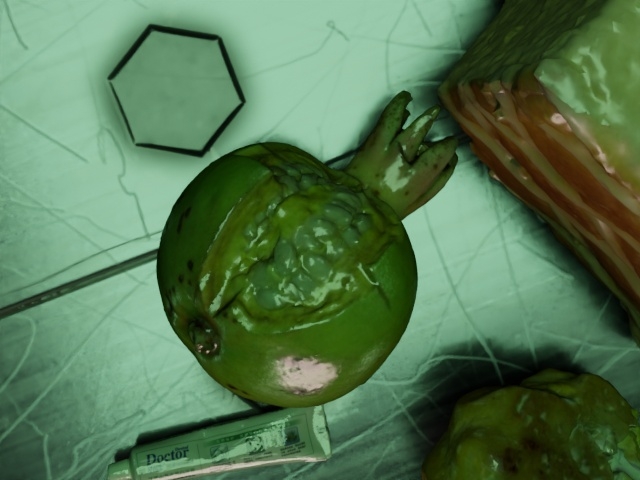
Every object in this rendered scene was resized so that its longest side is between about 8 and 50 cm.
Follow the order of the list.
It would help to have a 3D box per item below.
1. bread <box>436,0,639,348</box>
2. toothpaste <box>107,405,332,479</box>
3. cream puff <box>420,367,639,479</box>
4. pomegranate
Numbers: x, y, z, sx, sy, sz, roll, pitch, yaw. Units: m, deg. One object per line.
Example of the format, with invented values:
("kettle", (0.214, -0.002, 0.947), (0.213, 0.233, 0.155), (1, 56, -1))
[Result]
("bread", (0.303, -0.089, 0.750), (0.279, 0.371, 0.390), (-45, 101, 0))
("toothpaste", (-0.099, 0.204, 0.941), (0.218, 0.041, 0.064), (-11, 93, -5))
("cream puff", (0.213, 0.256, 0.903), (0.282, 0.185, 0.282), (12, 60, -21))
("pomegranate", (0.000, 0.000, 0.839), (0.302, 0.236, 0.236), (-45, 98, -22))
